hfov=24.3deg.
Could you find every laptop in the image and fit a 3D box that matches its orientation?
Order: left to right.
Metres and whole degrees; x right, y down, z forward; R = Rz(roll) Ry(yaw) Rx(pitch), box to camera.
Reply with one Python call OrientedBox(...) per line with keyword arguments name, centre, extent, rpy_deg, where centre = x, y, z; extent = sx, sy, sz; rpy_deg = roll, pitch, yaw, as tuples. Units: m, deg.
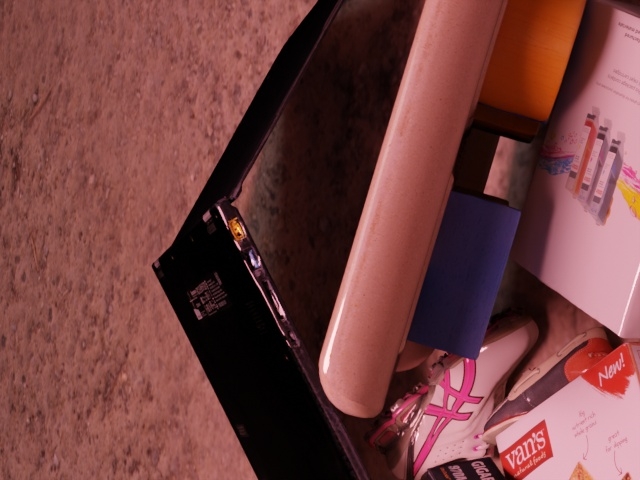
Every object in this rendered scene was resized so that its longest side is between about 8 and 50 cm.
OrientedBox(name="laptop", centre=(0.000, 0.000, 1.310), extent=(0.408, 0.236, 0.382), rpy_deg=(63, 165, 1))

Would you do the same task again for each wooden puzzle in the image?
OrientedBox(name="wooden puzzle", centre=(0.101, -0.051, 0.952), extent=(0.348, 0.080, 0.322), rpy_deg=(6, -79, -81))

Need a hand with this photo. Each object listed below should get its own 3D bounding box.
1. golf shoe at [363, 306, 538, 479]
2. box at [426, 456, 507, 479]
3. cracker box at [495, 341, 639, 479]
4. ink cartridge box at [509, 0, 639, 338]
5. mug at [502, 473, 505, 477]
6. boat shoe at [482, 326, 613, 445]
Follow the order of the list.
OrientedBox(name="golf shoe", centre=(0.116, 0.124, 1.139), extent=(0.086, 0.067, 0.186), rpy_deg=(47, 127, 11))
OrientedBox(name="box", centre=(0.120, 0.279, 0.986), extent=(0.175, 0.051, 0.220), rpy_deg=(-123, 26, -75))
OrientedBox(name="cracker box", centre=(0.201, 0.201, 0.945), extent=(0.156, 0.067, 0.232), rpy_deg=(-48, 44, 48))
OrientedBox(name="ink cartridge box", centre=(0.217, -0.040, 0.894), extent=(0.127, 0.128, 0.176), rpy_deg=(43, 123, 56))
OrientedBox(name="mug", centre=(0.118, 0.205, 1.103), extent=(0.078, 0.064, 0.062), rpy_deg=(-39, 53, 54))
OrientedBox(name="boat shoe", centre=(0.161, 0.108, 1.057), extent=(0.137, 0.049, 0.043), rpy_deg=(-44, 44, 47))
